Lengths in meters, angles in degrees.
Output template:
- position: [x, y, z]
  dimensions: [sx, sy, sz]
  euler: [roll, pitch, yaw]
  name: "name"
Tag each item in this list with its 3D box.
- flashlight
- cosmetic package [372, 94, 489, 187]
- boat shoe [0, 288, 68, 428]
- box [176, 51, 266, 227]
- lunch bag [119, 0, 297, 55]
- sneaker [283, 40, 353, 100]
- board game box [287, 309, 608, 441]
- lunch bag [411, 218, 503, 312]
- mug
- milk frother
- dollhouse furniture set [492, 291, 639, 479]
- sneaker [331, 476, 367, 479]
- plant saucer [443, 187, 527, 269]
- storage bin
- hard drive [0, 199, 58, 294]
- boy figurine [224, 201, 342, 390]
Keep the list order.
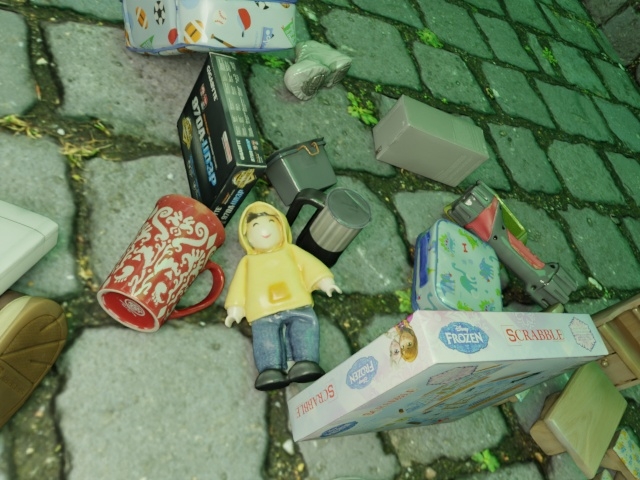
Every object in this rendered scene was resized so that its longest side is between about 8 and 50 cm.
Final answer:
- position: [0.412, 0.008, 1.165]
  dimensions: [0.304, 0.103, 0.103]
  euler: [42, 37, 0]
  name: "flashlight"
- position: [0.249, -0.221, 1.244]
  dimensions: [0.237, 0.127, 0.107]
  euler: [19, 51, -26]
  name: "cosmetic package"
- position: [-0.407, 0.182, 0.534]
  dimensions: [0.123, 0.123, 0.342]
  euler: [18, 56, 16]
  name: "boat shoe"
- position: [-0.165, -0.154, 0.875]
  dimensions: [0.051, 0.175, 0.220]
  euler: [1, 60, -34]
  name: "box"
- position: [-0.196, -0.389, 0.966]
  dimensions: [0.243, 0.115, 0.303]
  euler: [-19, 29, -39]
  name: "lunch bag"
- position: [-0.027, -0.384, 1.205]
  dimensions: [0.115, 0.090, 0.232]
  euler: [42, 36, 7]
  name: "sneaker"
- position: [0.165, 0.193, 0.763]
  dimensions: [0.317, 0.319, 0.066]
  euler: [6, 55, -33]
  name: "board game box"
- position: [0.263, 0.074, 1.072]
  dimensions: [0.176, 0.090, 0.219]
  euler: [26, 48, -19]
  name: "lunch bag"
- position: [-0.204, 0.042, 0.759]
  dimensions: [0.150, 0.113, 0.169]
  euler: [33, 50, -9]
  name: "mug"
- position: [0.000, 0.000, 0.908]
  dimensions: [0.129, 0.135, 0.143]
  euler: [15, 51, -18]
  name: "milk frother"
- position: [0.558, 0.263, 1.029]
  dimensions: [0.394, 0.256, 0.362]
  euler: [-28, 78, -43]
  name: "dollhouse furniture set"
- position: [0.119, 0.367, 0.725]
  dimensions: [0.305, 0.152, 0.114]
  euler: [14, 55, -25]
  name: "sneaker"
- position: [0.400, -0.040, 1.278]
  dimensions: [0.188, 0.045, 0.188]
  euler: [-29, 79, -43]
  name: "plant saucer"
- position: [-0.031, -0.127, 1.014]
  dimensions: [0.135, 0.098, 0.091]
  euler: [-26, 87, -43]
  name: "storage bin"
- position: [-0.452, 0.034, 0.519]
  dimensions: [0.232, 0.047, 0.353]
  euler: [21, 28, -5]
  name: "hard drive"
- position: [-0.059, 0.071, 0.817]
  dimensions: [0.177, 0.092, 0.285]
  euler: [-11, 69, 4]
  name: "boy figurine"
